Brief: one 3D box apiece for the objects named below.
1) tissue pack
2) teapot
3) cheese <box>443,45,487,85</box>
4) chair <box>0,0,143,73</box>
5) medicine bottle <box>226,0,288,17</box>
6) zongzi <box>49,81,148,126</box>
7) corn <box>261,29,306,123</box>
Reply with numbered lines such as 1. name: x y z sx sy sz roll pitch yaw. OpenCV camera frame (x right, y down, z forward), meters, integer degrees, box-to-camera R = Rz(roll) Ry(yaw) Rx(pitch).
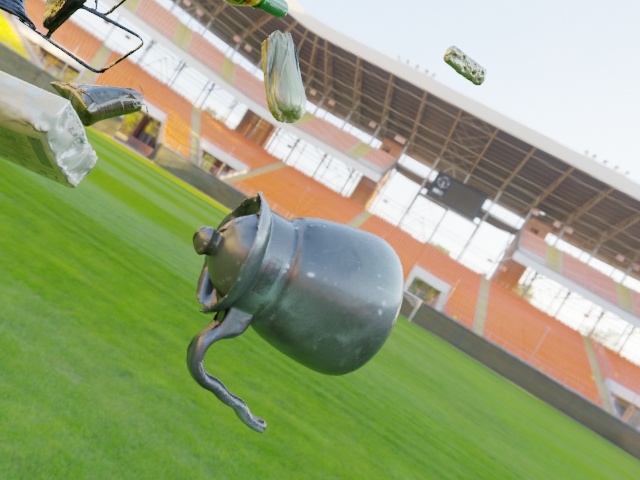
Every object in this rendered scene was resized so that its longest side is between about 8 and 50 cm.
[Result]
1. tissue pack: -0.495 -0.191 0.814 0.223 0.090 0.186 22 -25 2
2. teapot: -0.071 0.082 0.724 0.285 0.305 0.223 28 12 -24
3. cheese: 0.477 -0.572 1.637 0.194 0.064 0.043 20 -1 -37
4. chair: -0.415 -0.402 0.807 0.145 0.140 0.221 -16 -22 33
5. medicine bottle: -0.200 -0.709 1.419 0.309 0.111 0.076 -7 61 -57
6. zongzi: -0.588 -0.391 1.332 0.184 0.084 0.187 40 44 23
7. corn: -0.113 -0.505 1.531 0.124 0.304 0.122 -5 -19 -13
